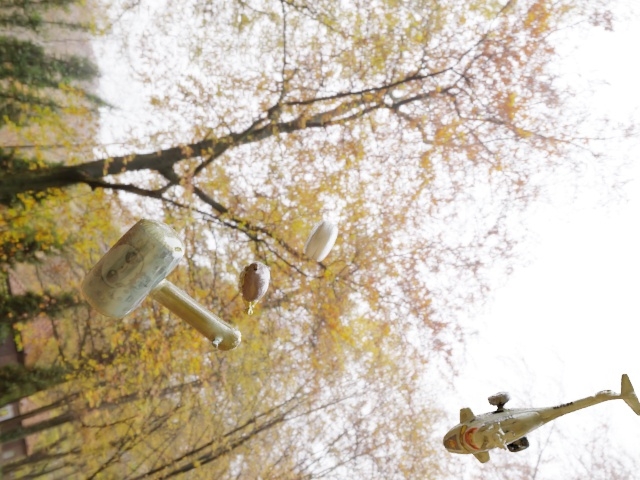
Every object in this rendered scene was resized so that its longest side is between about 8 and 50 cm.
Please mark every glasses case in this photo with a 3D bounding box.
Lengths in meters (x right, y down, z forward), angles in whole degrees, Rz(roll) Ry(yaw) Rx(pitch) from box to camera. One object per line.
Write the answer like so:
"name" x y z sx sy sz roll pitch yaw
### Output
"glasses case" 0.000 0.000 1.171 0.092 0.059 0.233 -62 180 2

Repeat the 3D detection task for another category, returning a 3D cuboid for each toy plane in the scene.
"toy plane" 0.324 0.271 0.779 0.108 0.286 0.092 38 33 -74

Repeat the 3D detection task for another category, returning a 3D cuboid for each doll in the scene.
"doll" -0.215 0.151 1.591 0.145 0.096 0.188 -88 -165 -78

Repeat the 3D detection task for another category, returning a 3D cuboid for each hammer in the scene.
"hammer" -0.278 0.116 0.979 0.305 0.202 0.113 43 4 -14
